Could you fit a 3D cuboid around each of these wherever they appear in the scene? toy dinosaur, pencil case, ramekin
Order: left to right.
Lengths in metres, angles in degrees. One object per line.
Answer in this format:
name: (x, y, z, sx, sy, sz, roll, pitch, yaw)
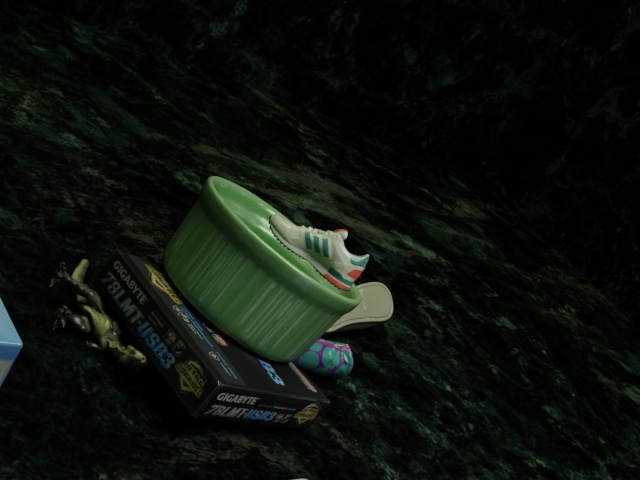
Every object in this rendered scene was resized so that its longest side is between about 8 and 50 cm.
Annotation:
toy dinosaur: (-0.341, 0.098, 1.533, 0.118, 0.064, 0.268, 35, 12, -49)
ramekin: (-0.098, 0.051, 1.636, 0.303, 0.148, 0.303, 38, 9, -7)
pencil case: (-0.018, 0.189, 1.802, 0.151, 0.070, 0.064, 20, 23, -31)

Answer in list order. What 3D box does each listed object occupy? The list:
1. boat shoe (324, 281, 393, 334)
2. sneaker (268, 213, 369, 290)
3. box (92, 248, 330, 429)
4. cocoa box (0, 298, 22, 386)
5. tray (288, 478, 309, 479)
boat shoe: (0.002, 0.129, 1.981, 0.335, 0.095, 0.112, 5, 69, -47)
sneaker: (0.000, 0.000, 1.555, 0.161, 0.075, 0.057, 40, 9, -2)
box: (-0.161, 0.155, 1.589, 0.295, 0.073, 0.293, 46, 14, 32)
cocoa box: (-0.501, 0.072, 1.090, 0.231, 0.228, 0.347, 13, 27, -44)
tray: (-0.083, 0.333, 1.270, 0.270, 0.030, 0.145, 1, 18, -35)
